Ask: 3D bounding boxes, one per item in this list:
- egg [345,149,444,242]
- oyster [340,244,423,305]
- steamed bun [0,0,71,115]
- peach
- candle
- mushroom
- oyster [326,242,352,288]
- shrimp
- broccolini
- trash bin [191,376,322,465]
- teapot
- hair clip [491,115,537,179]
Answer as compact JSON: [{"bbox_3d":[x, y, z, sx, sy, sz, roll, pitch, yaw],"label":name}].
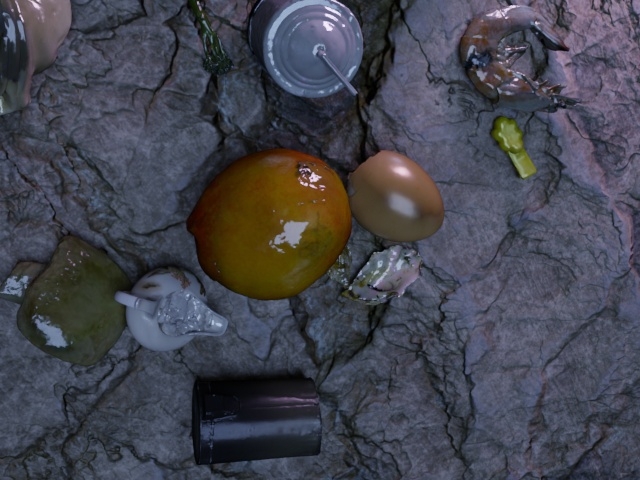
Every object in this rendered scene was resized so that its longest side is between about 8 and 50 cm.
[{"bbox_3d":[0.179,-0.096,1.891,0.245,0.201,0.201,32,97,9],"label":"egg"},{"bbox_3d":[0.165,0.098,2.026,0.133,0.072,0.209,39,80,8],"label":"oyster"},{"bbox_3d":[-0.686,-0.410,1.575,0.353,0.247,0.339,11,105,-21],"label":"steamed bun"},{"bbox_3d":[-0.112,-0.028,1.798,0.373,0.289,0.372,-20,145,-15],"label":"peach"},{"bbox_3d":[-0.032,-0.422,1.684,0.222,0.342,0.221,-5,112,-12],"label":"candle"},{"bbox_3d":[-0.555,0.132,1.801,0.292,0.212,0.217,42,100,-14],"label":"mushroom"},{"bbox_3d":[0.033,0.037,1.983,0.122,0.045,0.146,15,100,-20],"label":"oyster"},{"bbox_3d":[0.503,-0.430,1.951,0.361,0.085,0.246,26,92,-15],"label":"shrimp"},{"bbox_3d":[-0.262,-0.468,1.773,0.067,0.058,0.216,-37,107,-38],"label":"broccolini"},{"bbox_3d":[-0.158,0.442,1.975,0.302,0.202,0.252,0,146,-15],"label":"trash bin"},{"bbox_3d":[-0.356,0.160,1.850,0.298,0.139,0.204,16,93,-47],"label":"teapot"},{"bbox_3d":[0.486,-0.234,2.015,0.072,0.046,0.173,-31,109,-7],"label":"hair clip"}]
